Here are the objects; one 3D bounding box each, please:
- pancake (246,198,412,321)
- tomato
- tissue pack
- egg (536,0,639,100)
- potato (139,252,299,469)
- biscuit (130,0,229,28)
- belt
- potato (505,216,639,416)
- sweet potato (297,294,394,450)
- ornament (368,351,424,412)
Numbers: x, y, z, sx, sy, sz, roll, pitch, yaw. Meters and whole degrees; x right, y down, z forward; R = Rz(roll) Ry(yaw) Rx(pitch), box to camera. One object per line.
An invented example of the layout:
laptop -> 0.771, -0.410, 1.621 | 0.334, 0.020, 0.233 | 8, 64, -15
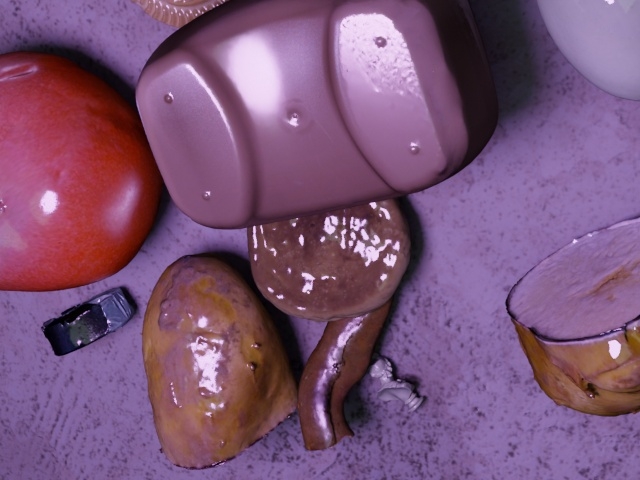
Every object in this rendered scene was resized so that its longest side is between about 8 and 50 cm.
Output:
pancake -> 0.000, 0.000, 1.440 | 0.242, 0.050, 0.241 | 0, 90, 23
tomato -> -0.389, -0.086, 1.466 | 0.342, 0.273, 0.341 | 8, 113, 18
tissue pack -> 0.005, -0.179, 1.273 | 0.387, 0.277, 0.267 | -12, 112, 23
egg -> 0.329, -0.287, 1.157 | 0.203, 0.203, 0.282 | -12, 100, 24
potato -> -0.156, 0.149, 1.515 | 0.229, 0.229, 0.266 | -12, 104, 24
biscuit -> -0.170, -0.396, 1.373 | 0.259, 0.079, 0.259 | 7, 112, 18
belt -> -0.347, 0.123, 1.626 | 0.140, 0.105, 0.058 | -26, 101, 9
potato -> 0.371, 0.108, 1.257 | 0.246, 0.300, 0.196 | -38, 101, -3
sweet potato -> 0.044, 0.157, 1.490 | 0.112, 0.085, 0.285 | 34, 99, 46
ornament -> 0.102, 0.204, 1.527 | 0.068, 0.041, 0.092 | -5, 122, 46
